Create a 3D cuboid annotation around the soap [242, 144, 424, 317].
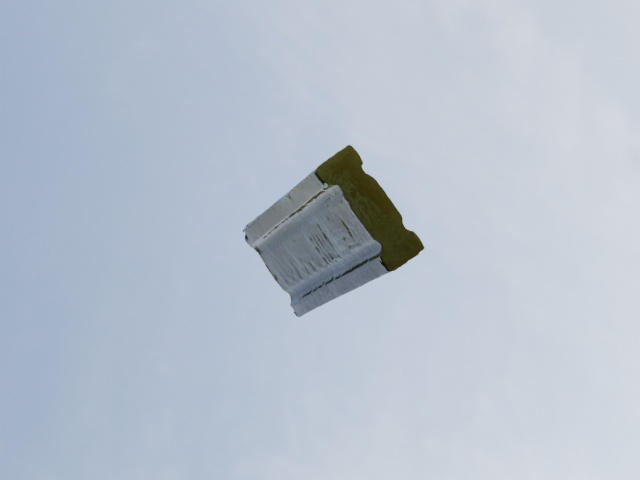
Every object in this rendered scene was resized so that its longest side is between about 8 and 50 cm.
[{"bbox_3d":[0.001,-0.001,1.032,0.037,0.252,0.092,-35,-89,-19],"label":"soap"}]
